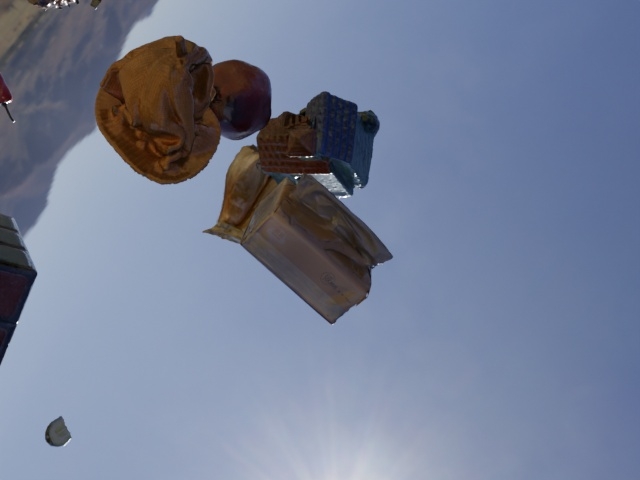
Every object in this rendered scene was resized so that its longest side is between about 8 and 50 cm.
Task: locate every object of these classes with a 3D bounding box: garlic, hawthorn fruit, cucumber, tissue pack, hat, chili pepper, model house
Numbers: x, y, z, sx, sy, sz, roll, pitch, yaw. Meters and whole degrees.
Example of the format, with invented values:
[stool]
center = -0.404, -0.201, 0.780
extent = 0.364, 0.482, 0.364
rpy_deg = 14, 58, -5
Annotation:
[garlic]
center = -0.203, -0.120, 2.233
extent = 0.286, 0.249, 0.313
rpy_deg = 10, -110, 33
[hawthorn fruit]
center = -0.204, -0.315, 1.610
extent = 0.185, 0.185, 0.202
rpy_deg = -43, 175, 19
[cucumber]
center = -0.654, 0.477, 1.767
extent = 0.035, 0.067, 0.107
rpy_deg = -24, 180, 1
[tissue pack]
center = 0.000, 0.000, 1.708
extent = 0.238, 0.305, 0.238
rpy_deg = -44, -166, 14
[hat]
center = -0.260, -0.262, 1.227
extent = 0.233, 0.233, 0.244
rpy_deg = 126, -28, -56
[chili pepper]
center = -0.942, -0.464, 2.053
extent = 0.063, 0.272, 0.071
rpy_deg = -32, -161, -19
[model house]
center = -0.038, -0.272, 1.900
extent = 0.295, 0.329, 0.252
rpy_deg = 4, -99, 24

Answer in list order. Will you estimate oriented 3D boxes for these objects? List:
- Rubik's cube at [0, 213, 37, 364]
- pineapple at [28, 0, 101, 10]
[Rubik's cube]
center = -0.696, 0.092, 1.213
extent = 0.301, 0.305, 0.304
rpy_deg = 35, -79, 53
[pineapple]
center = -0.605, -0.668, 1.825
extent = 0.310, 0.141, 0.170
rpy_deg = -32, 150, -43
